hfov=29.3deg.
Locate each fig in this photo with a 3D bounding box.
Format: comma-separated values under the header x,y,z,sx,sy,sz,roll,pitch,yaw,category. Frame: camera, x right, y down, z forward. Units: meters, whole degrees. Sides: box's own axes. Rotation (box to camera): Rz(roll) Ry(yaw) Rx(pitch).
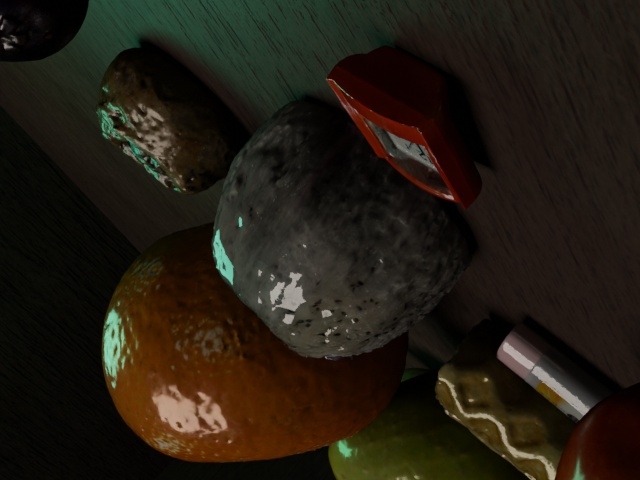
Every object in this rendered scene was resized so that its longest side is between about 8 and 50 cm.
x,y,z,sx,sy,sz,roll,pitch,yaw,category
0.169,0.303,1.708,0.326,0.258,0.258,2,154,18,fig

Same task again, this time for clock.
x,y,z,sx,sy,sz,roll,pitch,yaw,category
0.084,-0.100,1.086,0.113,0.061,0.155,34,170,31,clock

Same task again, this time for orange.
x,y,z,sx,sy,sz,roll,pitch,yaw,category
-0.088,0.118,1.636,0.424,0.423,0.326,176,85,-74,orange

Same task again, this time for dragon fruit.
x,y,z,sx,sy,sz,roll,pitch,yaw,category
0.000,0.000,1.342,0.283,0.221,0.204,41,175,11,dragon fruit

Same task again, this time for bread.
x,y,z,sx,sy,sz,roll,pitch,yaw,category
0.270,0.226,1.515,0.267,0.130,0.152,38,-151,13,bread
-0.213,-0.154,1.682,0.230,0.123,0.230,37,166,11,bread

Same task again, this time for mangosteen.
x,y,z,sx,sy,sz,roll,pitch,yaw,category
-0.387,-0.324,1.521,0.194,0.194,0.231,52,-162,-43,mangosteen

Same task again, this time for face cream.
x,y,z,sx,sy,sz,roll,pitch,yaw,category
0.294,0.175,1.426,0.198,0.057,0.084,37,169,14,face cream

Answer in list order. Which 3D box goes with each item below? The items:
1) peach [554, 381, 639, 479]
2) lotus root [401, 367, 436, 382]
x,y,z,sx,sy,sz,roll,pitch,yaw,category
0.351,0.295,1.164,0.308,0.289,0.289,33,168,5,peach
0.194,0.288,1.983,0.303,0.131,0.146,30,165,34,lotus root
